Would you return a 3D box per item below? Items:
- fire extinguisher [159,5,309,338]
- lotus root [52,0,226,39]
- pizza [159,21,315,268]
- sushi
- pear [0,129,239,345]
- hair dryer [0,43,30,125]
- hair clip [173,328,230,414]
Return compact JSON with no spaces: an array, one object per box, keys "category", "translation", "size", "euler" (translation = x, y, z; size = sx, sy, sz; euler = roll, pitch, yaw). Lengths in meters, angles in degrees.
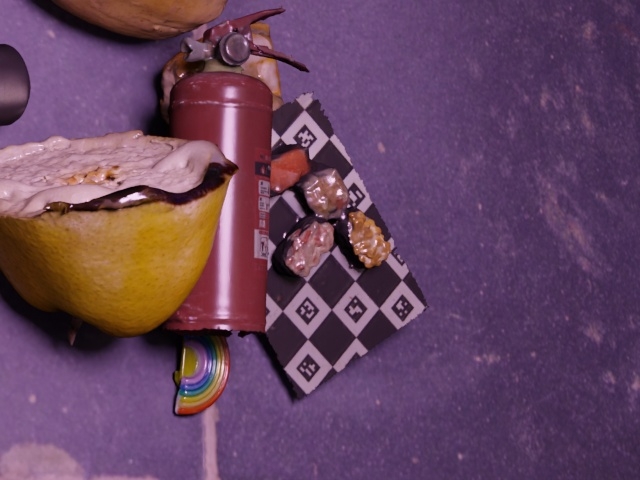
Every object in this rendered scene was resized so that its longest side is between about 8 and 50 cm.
[{"category":"fire extinguisher","translation":[-0.082,-0.072,1.913],"size":[0.147,0.106,0.337],"euler":[7,83,-33]},{"category":"lotus root","translation":[-0.214,-0.305,1.897],"size":[0.310,0.183,0.182],"euler":[20,64,-34]},{"category":"pizza","translation":[-0.070,-0.079,2.034],"size":[0.189,0.071,0.297],"euler":[-19,96,-48]},{"category":"sushi","translation":[0.000,0.000,2.011],"size":[0.192,0.043,0.279],"euler":[-34,107,-28]},{"category":"pear","translation":[-0.195,0.004,1.796],"size":[0.267,0.267,0.178],"euler":[-31,120,-44]},{"category":"hair dryer","translation":[-0.391,-0.218,1.786],"size":[0.195,0.078,0.248],"euler":[-7,75,-44]},{"category":"hair clip","translation":[-0.118,0.085,1.962],"size":[0.060,0.033,0.188],"euler":[14,68,-41]}]
